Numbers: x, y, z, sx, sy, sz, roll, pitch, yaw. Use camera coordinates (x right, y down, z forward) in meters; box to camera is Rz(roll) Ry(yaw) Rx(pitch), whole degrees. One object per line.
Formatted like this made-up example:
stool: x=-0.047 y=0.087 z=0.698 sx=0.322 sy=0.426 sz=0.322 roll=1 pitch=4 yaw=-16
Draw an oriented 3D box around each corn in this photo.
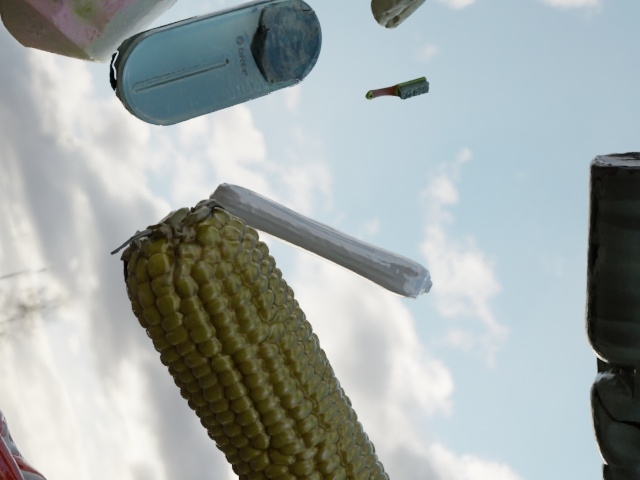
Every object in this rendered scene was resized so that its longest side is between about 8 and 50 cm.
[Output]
corn: x=-0.033 y=0.115 z=0.784 sx=0.305 sy=0.106 sz=0.106 roll=60 pitch=-20 yaw=-5

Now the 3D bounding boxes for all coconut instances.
coconut: x=-0.321 y=-0.357 z=1.501 sx=0.233 sy=0.245 sz=0.233 roll=49 pitch=0 yaw=0

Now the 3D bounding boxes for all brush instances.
brush: x=0.096 y=-0.186 z=1.411 sx=0.021 sy=0.083 sz=0.019 roll=-117 pitch=-161 yaw=-43

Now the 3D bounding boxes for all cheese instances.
cheese: x=0.153 y=-0.380 z=1.624 sx=0.194 sy=0.065 sz=0.043 roll=-40 pitch=-121 yaw=18

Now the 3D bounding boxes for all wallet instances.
wallet: x=0.000 y=0.000 z=0.897 sx=0.095 sy=0.190 sz=0.033 roll=-128 pitch=-118 yaw=-86

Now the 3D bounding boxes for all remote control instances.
remote control: x=-0.108 y=-0.196 z=1.205 sx=0.052 sy=0.247 sz=0.104 roll=28 pitch=-48 yaw=51

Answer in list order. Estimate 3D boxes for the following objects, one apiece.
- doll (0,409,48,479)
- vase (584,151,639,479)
doll: x=-0.305 y=0.209 z=1.043 sx=0.384 sy=0.099 sz=0.188 roll=61 pitch=-26 yaw=2
vase: x=0.175 y=0.059 z=0.622 sx=0.060 sy=0.059 sz=0.212 roll=-153 pitch=-122 yaw=-63
